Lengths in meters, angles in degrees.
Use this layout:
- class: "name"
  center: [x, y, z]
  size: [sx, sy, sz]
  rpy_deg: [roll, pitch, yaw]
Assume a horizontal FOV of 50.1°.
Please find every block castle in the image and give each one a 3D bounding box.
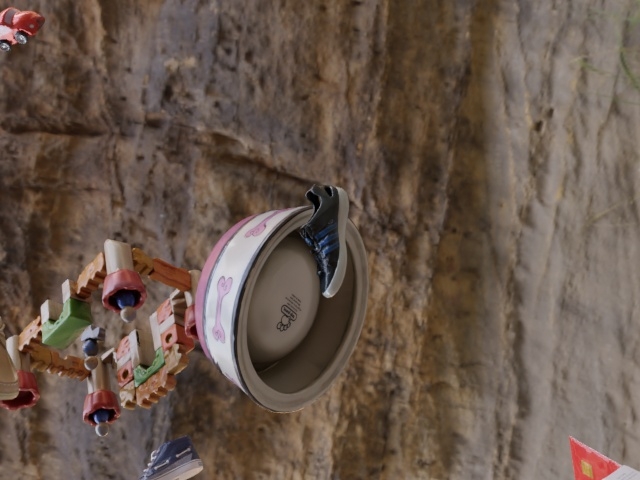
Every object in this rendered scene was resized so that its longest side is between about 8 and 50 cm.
- class: "block castle"
  center: [-0.459, 0.235, 1.507]
  size: [0.453, 0.303, 0.212]
  rpy_deg: [-40, 47, 20]

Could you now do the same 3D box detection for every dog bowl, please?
- class: "dog bowl"
  center: [-0.076, 0.121, 1.360]
  size: [0.408, 0.150, 0.407]
  rpy_deg: [-20, -64, -49]

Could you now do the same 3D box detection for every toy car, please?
- class: "toy car"
  center: [-0.610, -0.328, 1.191]
  size: [0.225, 0.239, 0.053]
  rpy_deg: [-54, -46, -18]

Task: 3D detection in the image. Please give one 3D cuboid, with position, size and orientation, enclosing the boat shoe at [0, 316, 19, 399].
- class: "boat shoe"
  center: [-0.668, 0.183, 1.323]
  size: [0.098, 0.302, 0.109]
  rpy_deg: [-53, -27, 8]

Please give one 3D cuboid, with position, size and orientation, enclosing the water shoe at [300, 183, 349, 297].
- class: "water shoe"
  center: [0.000, 0.000, 1.194]
  size: [0.073, 0.080, 0.203]
  rpy_deg: [137, 140, -61]

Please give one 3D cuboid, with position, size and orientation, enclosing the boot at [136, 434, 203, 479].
- class: "boot"
  center: [-0.364, 0.512, 1.533]
  size: [0.069, 0.190, 0.086]
  rpy_deg: [90, 154, -57]

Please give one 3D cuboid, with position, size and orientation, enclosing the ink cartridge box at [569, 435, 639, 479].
- class: "ink cartridge box"
  center: [0.527, 0.523, 1.182]
  size: [0.261, 0.066, 0.296]
  rpy_deg: [16, 123, 61]
